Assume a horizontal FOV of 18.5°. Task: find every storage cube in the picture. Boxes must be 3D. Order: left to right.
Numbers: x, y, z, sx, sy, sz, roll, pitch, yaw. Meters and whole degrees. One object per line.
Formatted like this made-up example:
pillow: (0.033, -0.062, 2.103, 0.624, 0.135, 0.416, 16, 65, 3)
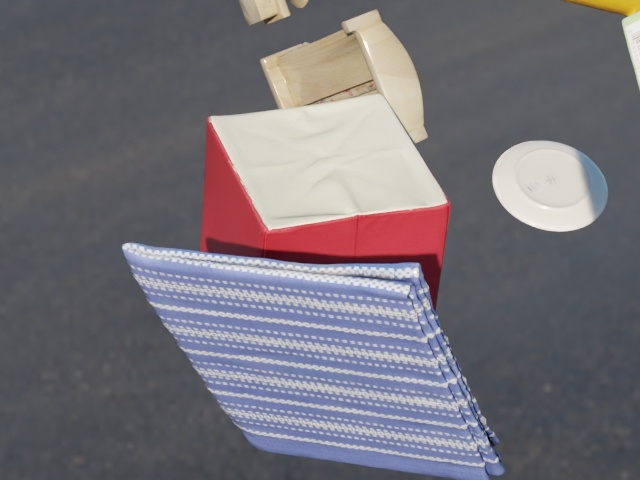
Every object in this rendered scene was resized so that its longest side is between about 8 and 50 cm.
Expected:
storage cube: (0.000, 0.000, 1.854, 0.184, 0.193, 0.215, -8, 40, -17)

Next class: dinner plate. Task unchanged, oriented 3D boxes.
dinner plate: (0.277, -0.070, 2.360, 0.141, 0.017, 0.141, 3, 52, -4)

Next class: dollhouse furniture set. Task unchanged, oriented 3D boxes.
dollhouse furniture set: (0.087, -0.204, 1.991, 0.174, 0.355, 0.303, -24, 6, -28)

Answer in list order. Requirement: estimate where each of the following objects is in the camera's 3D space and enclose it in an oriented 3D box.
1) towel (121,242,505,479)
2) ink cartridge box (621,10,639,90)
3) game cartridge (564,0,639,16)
towel: (0.005, 0.099, 1.584, 0.243, 0.336, 0.040, 5, 60, 21)
ink cartridge box: (0.286, -0.040, 1.311, 0.056, 0.171, 0.235, -25, -33, 25)
game cartridge: (0.316, -0.366, 1.947, 0.053, 0.285, 0.324, 22, 12, 41)
